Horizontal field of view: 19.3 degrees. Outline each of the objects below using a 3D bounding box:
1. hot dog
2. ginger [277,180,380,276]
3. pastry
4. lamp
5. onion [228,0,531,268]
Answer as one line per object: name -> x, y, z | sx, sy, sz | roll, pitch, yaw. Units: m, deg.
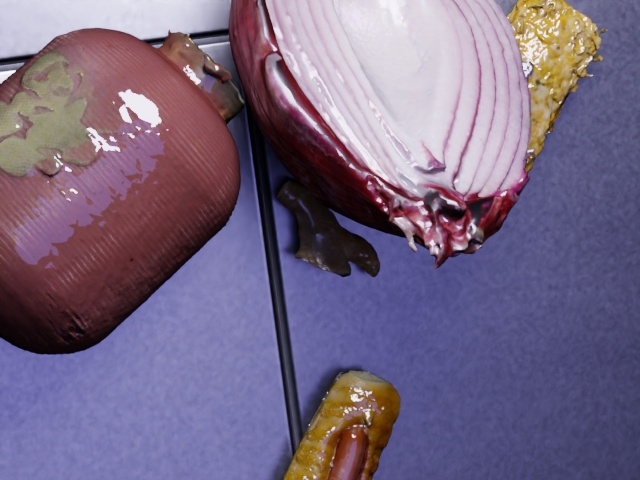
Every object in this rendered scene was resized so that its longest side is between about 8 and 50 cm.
hot dog -> -0.002, 0.196, 1.352 | 0.066, 0.047, 0.216 | 23, 88, -14
ginger -> 0.000, 0.001, 1.346 | 0.097, 0.030, 0.048 | 42, 55, -17
pastry -> 0.146, -0.110, 1.365 | 0.080, 0.056, 0.140 | 35, 83, -9
lamp -> -0.166, -0.032, 1.229 | 0.258, 0.180, 0.180 | -41, 104, -7
onion -> 0.034, -0.081, 1.254 | 0.227, 0.120, 0.283 | 13, 49, -29
